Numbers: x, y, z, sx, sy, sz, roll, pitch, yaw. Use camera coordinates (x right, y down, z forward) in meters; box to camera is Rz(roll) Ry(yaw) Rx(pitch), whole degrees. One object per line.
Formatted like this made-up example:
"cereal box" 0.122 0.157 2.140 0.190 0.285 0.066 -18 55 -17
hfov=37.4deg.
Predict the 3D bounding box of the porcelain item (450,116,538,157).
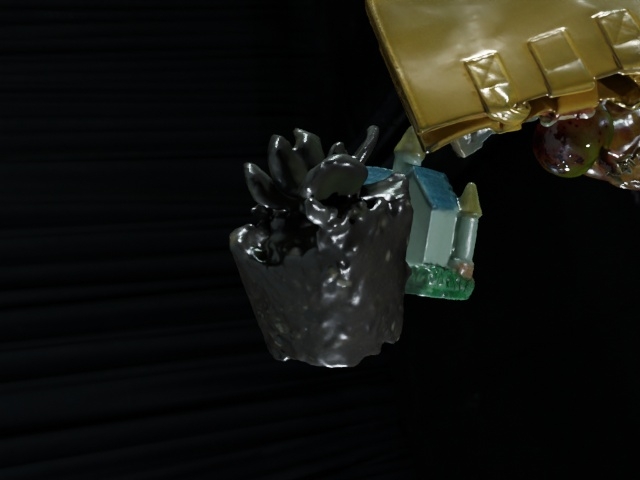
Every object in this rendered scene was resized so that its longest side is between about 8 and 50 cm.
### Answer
"porcelain item" 0.279 -0.198 1.355 0.081 0.215 0.069 -113 179 -55

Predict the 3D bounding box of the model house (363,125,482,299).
"model house" 0.185 -0.062 1.879 0.267 0.194 0.325 12 -85 43

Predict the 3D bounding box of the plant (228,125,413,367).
"plant" 0.000 0.000 1.109 0.188 0.199 0.276 12 -63 34

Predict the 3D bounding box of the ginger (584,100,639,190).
"ginger" 0.617 -0.181 1.677 0.254 0.418 0.176 -97 -172 -65

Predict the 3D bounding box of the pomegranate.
"pomegranate" 0.398 -0.143 1.454 0.159 0.129 0.129 66 -33 31

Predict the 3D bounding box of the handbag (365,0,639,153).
"handbag" 0.280 -0.268 1.255 0.133 0.401 0.283 77 -4 -52
